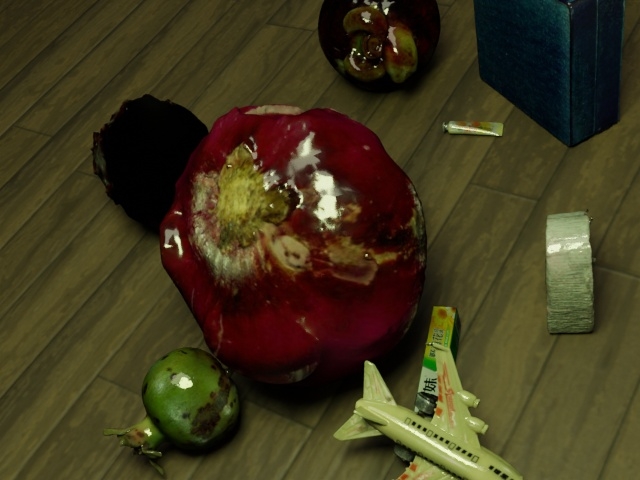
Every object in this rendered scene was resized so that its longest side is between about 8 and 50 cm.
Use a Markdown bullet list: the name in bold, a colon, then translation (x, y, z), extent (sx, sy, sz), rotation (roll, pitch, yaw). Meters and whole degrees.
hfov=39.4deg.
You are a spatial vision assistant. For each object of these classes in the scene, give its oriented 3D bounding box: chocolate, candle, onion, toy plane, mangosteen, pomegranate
- **chocolate**: translation (-0.317, -0.137, 1.567), extent (0.206, 0.224, 0.177), rotation (-26, 16, -40)
- **candle**: translation (0.342, 0.043, 1.222), extent (0.068, 0.192, 0.168), rotation (-2, 93, 16)
- **onion**: translation (0.000, 0.000, 1.280), extent (0.398, 0.398, 0.420), rotation (18, 13, 29)
- **toy plane**: translation (0.143, 0.250, 1.103), extent (0.244, 0.092, 0.229), rotation (24, 97, 11)
- **mangosteen**: translation (0.102, -0.374, 1.594), extent (0.228, 0.228, 0.265), rotation (-4, 29, 14)
- **pomegranate**: translation (-0.187, 0.231, 1.211), extent (0.148, 0.148, 0.169), rotation (21, 69, 31)

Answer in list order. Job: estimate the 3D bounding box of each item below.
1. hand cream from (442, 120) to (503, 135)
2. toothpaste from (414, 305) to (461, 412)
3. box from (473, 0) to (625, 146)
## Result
- **hand cream**: translation (0.262, -0.194, 1.537), extent (0.102, 0.022, 0.035), rotation (4, 43, 15)
- **toothpaste**: translation (0.161, 0.172, 1.220), extent (0.037, 0.043, 0.178), rotation (2, 50, 19)
- **box**: translation (0.367, -0.338, 1.457), extent (0.116, 0.279, 0.261), rotation (-28, 48, -9)
